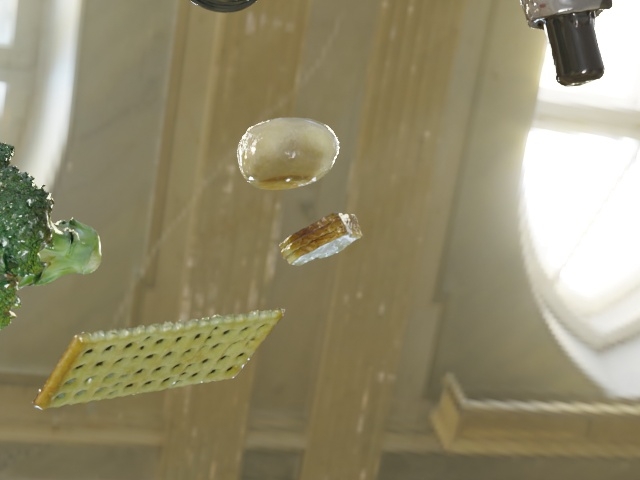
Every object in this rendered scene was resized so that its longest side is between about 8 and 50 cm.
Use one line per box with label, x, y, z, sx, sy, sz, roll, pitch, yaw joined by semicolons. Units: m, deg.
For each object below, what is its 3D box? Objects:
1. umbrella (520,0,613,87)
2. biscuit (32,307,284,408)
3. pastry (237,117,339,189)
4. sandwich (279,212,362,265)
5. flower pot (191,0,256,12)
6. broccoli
umbrella;0.172;-0.288;1.136;0.073;0.337;0.067;-14;179;-4
biscuit;-0.158;0.117;1.410;0.231;0.139;0.016;-6;-122;-36
pastry;-0.049;-0.129;2.159;0.157;0.092;0.156;-3;171;0
sandwich;0.000;0.000;1.901;0.105;0.035;0.093;-27;168;14
flower pot;-0.098;-0.357;1.675;0.157;0.157;0.107;-5;174;-37
broccoli;-0.400;-0.001;1.826;0.269;0.254;0.269;0;176;0
